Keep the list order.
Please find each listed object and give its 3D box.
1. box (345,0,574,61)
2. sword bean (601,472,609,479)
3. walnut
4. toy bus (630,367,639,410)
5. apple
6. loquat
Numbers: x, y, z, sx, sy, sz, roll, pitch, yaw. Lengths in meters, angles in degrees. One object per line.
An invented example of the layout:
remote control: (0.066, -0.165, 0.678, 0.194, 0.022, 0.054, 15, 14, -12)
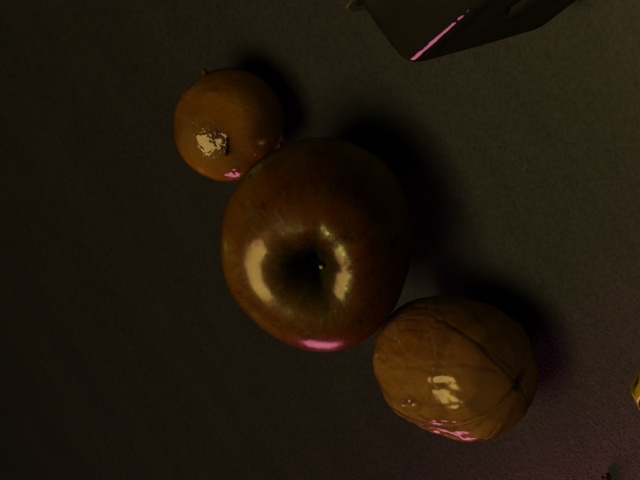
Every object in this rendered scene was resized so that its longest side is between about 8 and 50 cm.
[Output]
box: (0.158, -0.284, 1.407, 0.290, 0.220, 0.166, -37, 74, 58)
sword bean: (0.324, 0.298, 1.870, 0.012, 0.012, 0.083, 22, 133, 42)
walnut: (0.151, 0.140, 1.831, 0.197, 0.165, 0.165, -1, 116, 53)
toy bus: (0.404, 0.116, 1.430, 0.330, 0.144, 0.152, 21, 148, 55)
apple: (0.000, 0.000, 1.845, 0.207, 0.237, 0.237, -77, -38, -75)
loquat: (-0.108, -0.138, 1.954, 0.141, 0.141, 0.141, 33, 140, 32)
